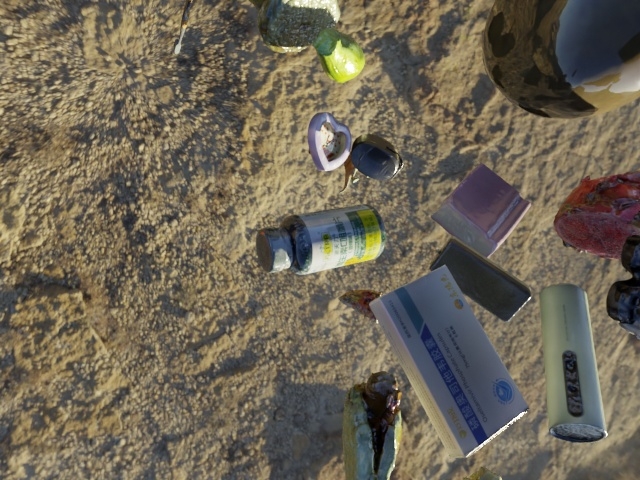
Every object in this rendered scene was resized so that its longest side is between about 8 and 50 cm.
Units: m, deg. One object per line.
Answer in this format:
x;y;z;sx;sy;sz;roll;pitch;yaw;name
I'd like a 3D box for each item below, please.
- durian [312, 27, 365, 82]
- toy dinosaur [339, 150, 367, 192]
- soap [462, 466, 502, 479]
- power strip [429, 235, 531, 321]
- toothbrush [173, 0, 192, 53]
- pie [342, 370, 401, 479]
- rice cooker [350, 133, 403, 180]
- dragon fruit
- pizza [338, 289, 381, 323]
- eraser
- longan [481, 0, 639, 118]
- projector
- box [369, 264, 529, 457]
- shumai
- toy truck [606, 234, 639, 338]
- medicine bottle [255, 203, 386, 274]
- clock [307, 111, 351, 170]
0.054;-0.488;1.207;0.101;0.250;0.139;-18;101;25;durian
0.126;-0.293;1.777;0.212;0.142;0.057;-30;165;16;toy dinosaur
0.200;0.439;0.609;0.037;0.252;0.092;17;144;8;soap
0.410;0.095;1.208;0.256;0.070;0.105;35;115;6;power strip
-0.451;-0.735;1.537;0.023;0.321;0.031;-15;79;-32;toothbrush
0.082;0.382;0.843;0.105;0.274;0.257;10;66;5;pie
0.170;-0.255;1.422;0.165;0.106;0.112;23;130;-20;rice cooker
0.657;-0.060;1.020;0.211;0.282;0.147;33;75;0;dragon fruit
0.196;0.253;1.860;0.201;0.193;0.053;-6;124;-33;pizza
0.635;-0.122;1.818;0.359;0.272;0.122;-37;167;-39;eraser
0.515;-0.420;0.907;0.336;0.404;0.404;33;94;-21;longan
0.555;0.262;1.034;0.108;0.108;0.337;40;47;-29;projector
0.268;0.242;0.974;0.200;0.065;0.343;-21;76;-27;box
-0.110;-0.813;1.534;0.304;0.309;0.263;-23;82;-35;shumai
0.635;0.091;0.832;0.177;0.161;0.213;30;78;-42;toy truck
0.000;0.000;1.089;0.293;0.141;0.141;-10;113;-27;medicine bottle
0.016;-0.304;1.469;0.198;0.064;0.172;19;85;-52;clock
